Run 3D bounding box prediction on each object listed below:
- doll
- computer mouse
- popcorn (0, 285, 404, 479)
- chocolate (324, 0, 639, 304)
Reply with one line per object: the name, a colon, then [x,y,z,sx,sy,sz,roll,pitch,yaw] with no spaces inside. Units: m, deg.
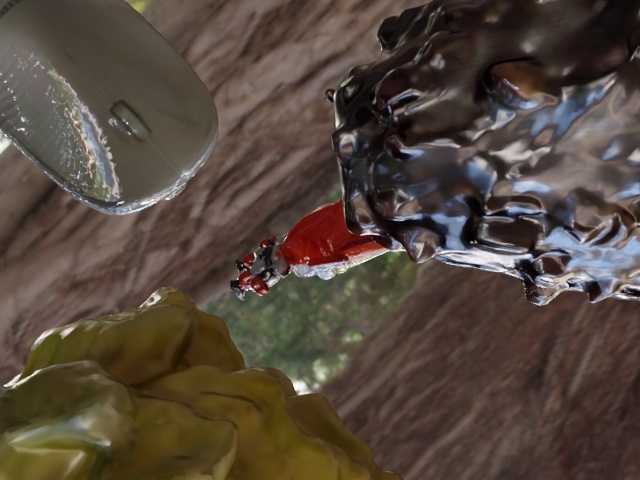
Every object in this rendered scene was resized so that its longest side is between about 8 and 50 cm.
doll: [0.000,0.000,0.920,0.109,0.169,0.057,-76,-36,-58]
computer mouse: [-0.253,-0.170,1.170,0.331,0.197,0.095,42,168,21]
popcorn: [-0.081,0.141,0.421,0.249,0.249,0.225,54,-179,39]
chocolate: [0.069,-0.033,0.372,0.156,0.133,0.156,171,90,-78]
